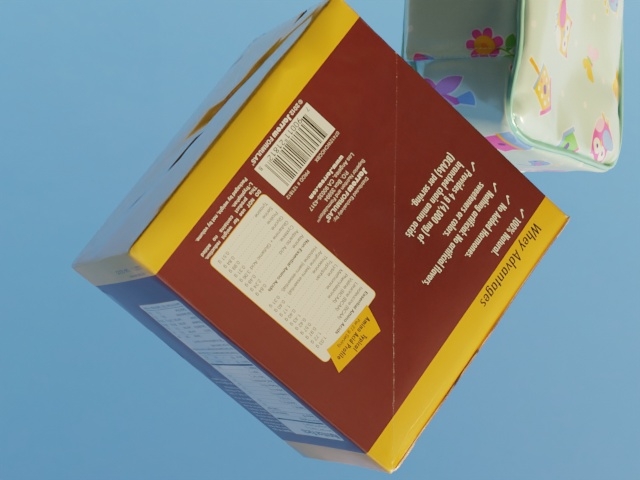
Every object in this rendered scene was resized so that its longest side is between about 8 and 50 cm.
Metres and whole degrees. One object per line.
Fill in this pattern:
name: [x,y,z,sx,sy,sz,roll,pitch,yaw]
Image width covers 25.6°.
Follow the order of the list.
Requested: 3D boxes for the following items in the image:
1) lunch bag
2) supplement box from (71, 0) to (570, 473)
lunch bag: [0.154,-0.183,1.064,0.108,0.279,0.224,1,174,31]
supplement box: [0.000,0.000,0.827,0.194,0.129,0.191,42,-108,-15]
